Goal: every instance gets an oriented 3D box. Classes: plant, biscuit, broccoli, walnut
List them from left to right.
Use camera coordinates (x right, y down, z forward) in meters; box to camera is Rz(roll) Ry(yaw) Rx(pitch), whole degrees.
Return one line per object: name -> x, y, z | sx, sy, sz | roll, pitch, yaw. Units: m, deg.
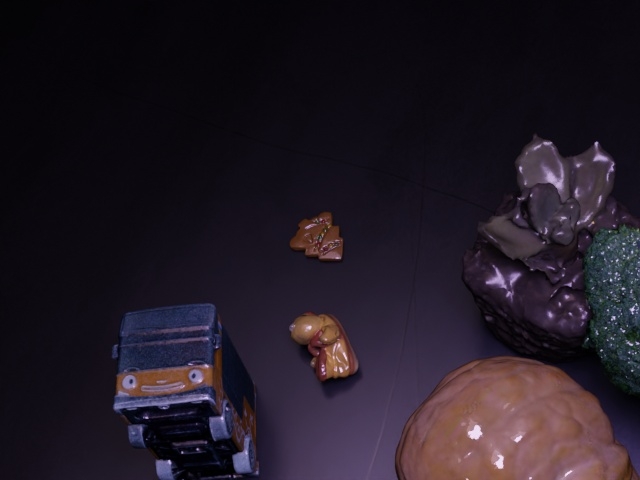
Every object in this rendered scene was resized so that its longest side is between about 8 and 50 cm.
biscuit -> 0.000, 0.000, 1.694 | 0.082, 0.016, 0.092 | -38, 60, -11
walnut -> 0.231, 0.290, 1.356 | 0.285, 0.285, 0.296 | -25, 96, -4
plant -> 0.309, 0.017, 1.461 | 0.213, 0.312, 0.215 | 30, 68, 21
broccoli -> 0.456, 0.067, 1.335 | 0.269, 0.254, 0.269 | -7, 20, 2

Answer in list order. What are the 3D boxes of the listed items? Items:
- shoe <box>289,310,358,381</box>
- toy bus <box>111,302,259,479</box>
shoe -> 0.005, 0.147, 1.578 | 0.069, 0.072, 0.109 | -19, 81, -34
toy bus -> -0.169, 0.205, 1.464 | 0.138, 0.275, 0.167 | -7, 59, 7
